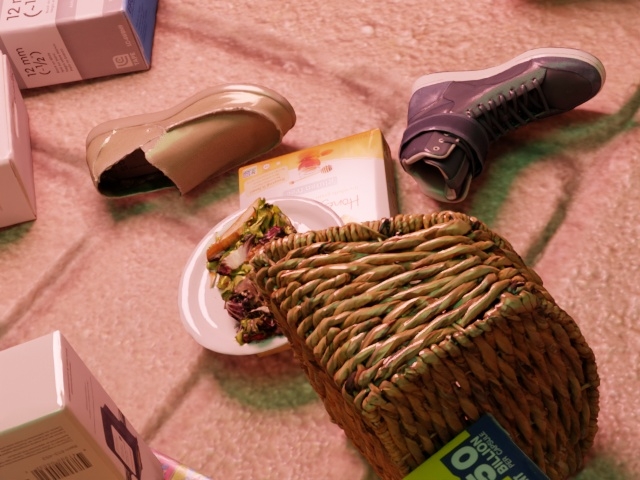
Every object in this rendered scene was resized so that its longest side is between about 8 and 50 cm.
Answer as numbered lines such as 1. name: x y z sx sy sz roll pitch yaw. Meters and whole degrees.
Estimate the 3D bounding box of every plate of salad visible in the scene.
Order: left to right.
1. plate of salad: -0.063 0.029 1.742 0.200 0.048 0.199 -14 50 17

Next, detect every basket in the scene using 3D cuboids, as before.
1. basket: 0.105 0.097 1.507 0.213 0.299 0.223 -35 48 -7

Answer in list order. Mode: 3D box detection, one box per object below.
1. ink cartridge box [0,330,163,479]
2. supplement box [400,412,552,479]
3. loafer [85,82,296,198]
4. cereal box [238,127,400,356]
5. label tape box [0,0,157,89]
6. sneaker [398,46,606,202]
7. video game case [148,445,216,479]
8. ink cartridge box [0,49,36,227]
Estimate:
1. ink cartridge box: -0.269 0.214 1.583 0.172 0.237 0.100 -20 46 8
2. supplement box: 0.079 0.353 1.383 0.356 0.195 0.194 -38 48 -8
3. loafer: -0.151 -0.103 1.919 0.269 0.102 0.092 -15 50 24
4. cereal box: 0.000 0.000 1.799 0.173 0.047 0.240 -16 49 13
5. label tape box: -0.387 -0.319 2.162 0.348 0.115 0.249 -6 51 10
6. sneaker: 0.189 -0.119 1.780 0.226 0.086 0.163 -11 38 27
7. video game case: -0.179 0.314 1.640 0.193 0.023 0.212 21 64 34
8. ink cartridge box: -0.490 -0.098 2.017 0.273 0.114 0.197 -14 50 2
